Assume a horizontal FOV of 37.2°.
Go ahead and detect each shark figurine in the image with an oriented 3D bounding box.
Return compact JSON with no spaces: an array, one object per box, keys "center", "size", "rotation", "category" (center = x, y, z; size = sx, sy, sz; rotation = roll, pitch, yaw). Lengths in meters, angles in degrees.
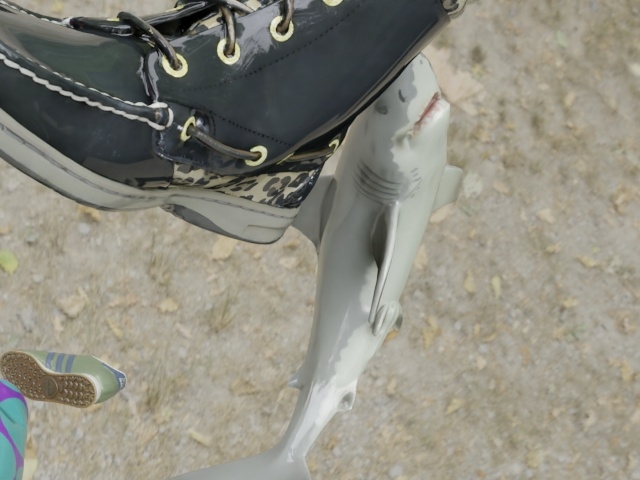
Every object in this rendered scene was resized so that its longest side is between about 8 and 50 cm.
[{"center":[-0.003,0.022,0.567],"size":[0.116,0.166,0.278],"rotation":[23,97,17],"category":"shark figurine"}]

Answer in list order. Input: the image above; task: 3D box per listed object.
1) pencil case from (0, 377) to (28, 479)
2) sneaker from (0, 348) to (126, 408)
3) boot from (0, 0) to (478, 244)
[{"center":[-0.187,0.132,0.489],"size":[0.064,0.070,0.151],"rotation":[-4,28,-11],"category":"pencil case"},{"center":[-0.359,0.192,1.349],"size":[0.192,0.064,0.086],"rotation":[10,10,32],"category":"sneaker"},{"center":[-0.031,-0.094,0.374],"size":[0.085,0.178,0.236],"rotation":[50,14,25],"category":"boot"}]
